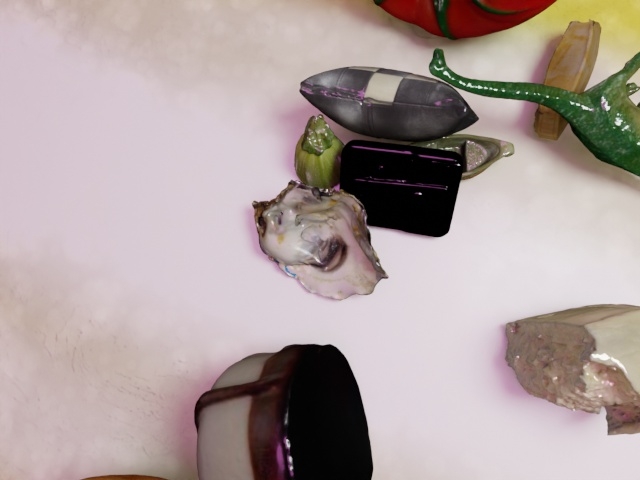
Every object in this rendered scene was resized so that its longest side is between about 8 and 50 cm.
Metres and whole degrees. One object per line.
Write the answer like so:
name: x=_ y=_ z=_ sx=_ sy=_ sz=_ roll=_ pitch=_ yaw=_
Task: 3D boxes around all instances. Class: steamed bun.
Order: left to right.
steamed bun: x=0.371 y=0.172 z=0.582 sx=0.199 sy=0.225 sz=0.171 roll=-8 pitch=80 yaw=6

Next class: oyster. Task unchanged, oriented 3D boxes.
oyster: x=0.000 y=0.000 z=0.730 sx=0.214 sy=0.083 sz=0.223 roll=-20 pitch=106 yaw=40

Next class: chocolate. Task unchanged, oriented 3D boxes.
chocolate: x=-0.057 y=0.289 z=0.637 sx=0.186 sy=0.283 sz=0.284 roll=-18 pitch=79 yaw=22

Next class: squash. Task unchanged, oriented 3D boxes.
squash: x=-0.006 y=-0.151 z=0.742 sx=0.105 sy=0.132 sz=0.105 roll=-2 pitch=80 yaw=9

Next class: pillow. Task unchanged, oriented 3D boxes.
pillow: x=0.114 y=-0.209 z=0.692 sx=0.249 sy=0.186 sz=0.106 roll=17 pitch=108 yaw=22

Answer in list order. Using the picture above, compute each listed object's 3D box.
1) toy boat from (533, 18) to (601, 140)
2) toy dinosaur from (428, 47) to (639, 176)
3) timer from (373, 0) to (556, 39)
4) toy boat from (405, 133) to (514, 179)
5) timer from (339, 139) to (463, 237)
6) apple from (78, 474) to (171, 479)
toy boat: x=0.403 y=-0.261 z=0.722 sx=0.064 sy=0.072 sz=0.206 roll=21 pitch=85 yaw=38
toy dinosaur: x=0.381 y=-0.139 z=0.634 sx=0.300 sy=0.087 sz=0.447 roll=-33 pitch=93 yaw=-14
timer: x=0.210 y=-0.485 z=0.632 sx=0.378 sy=0.378 sz=0.279 roll=32 pitch=86 yaw=12
toy boat: x=0.216 y=-0.136 z=0.734 sx=0.185 sy=0.071 sz=0.089 roll=-2 pitch=80 yaw=8
timer: x=0.122 y=-0.079 z=0.714 sx=0.187 sy=0.055 sz=0.144 roll=9 pitch=126 yaw=11
apple: x=-0.282 y=0.509 z=0.571 sx=0.346 sy=0.391 sz=0.392 roll=16 pitch=84 yaw=30
